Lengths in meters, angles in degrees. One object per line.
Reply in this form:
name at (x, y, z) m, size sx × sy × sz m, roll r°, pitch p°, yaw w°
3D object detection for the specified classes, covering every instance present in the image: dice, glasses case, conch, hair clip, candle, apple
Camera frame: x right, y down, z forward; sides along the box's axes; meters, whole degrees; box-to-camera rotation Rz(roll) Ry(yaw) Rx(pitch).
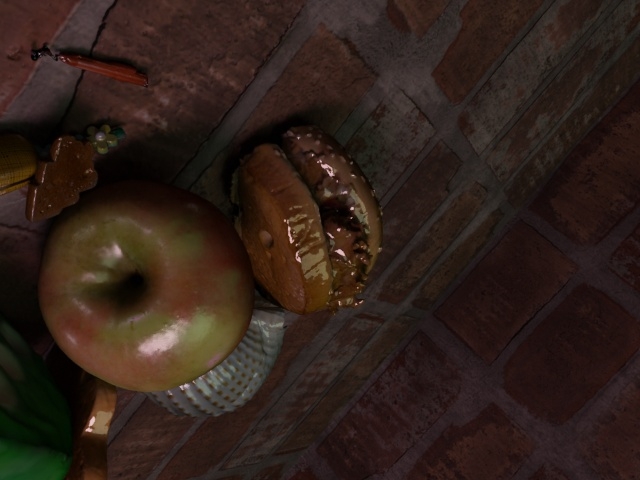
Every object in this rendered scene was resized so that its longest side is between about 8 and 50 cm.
dice at (-0.530, 0.244, 0.847) m, size 0.287 × 0.300 × 0.297 m, roll -38°, pitch 154°, yaw -7°
glasses case at (-0.451, -0.071, 0.757) m, size 0.234 × 0.079 × 0.064 m, roll -24°, pitch 155°, yaw -36°
conch at (-0.225, 0.254, 1.303) m, size 0.319 × 0.215 × 0.303 m, roll -4°, pitch 153°, yaw 3°
hair clip at (-0.346, -0.119, 0.878) m, size 0.173 × 0.049 × 0.049 m, roll -31°, pitch 149°, yaw -24°
candle at (-0.295, -0.227, 0.828) m, size 0.167 × 0.021 × 0.026 m, roll 1°, pitch 102°, yaw -53°
apple at (-0.254, 0.068, 0.988) m, size 0.319 × 0.319 × 0.277 m, roll -46°, pitch 175°, yaw 1°

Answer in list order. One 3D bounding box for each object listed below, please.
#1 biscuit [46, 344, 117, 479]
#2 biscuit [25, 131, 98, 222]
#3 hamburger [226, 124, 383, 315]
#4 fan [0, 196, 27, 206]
biscuit at (-0.403, 0.302, 1.031) m, size 0.052 × 0.355 × 0.275 m, roll 24°, pitch 113°, yaw -35°
biscuit at (-0.339, -0.079, 0.829) m, size 0.130 × 0.019 × 0.119 m, roll -59°, pitch 165°, yaw -22°
hamburger at (0.000, 0.000, 1.273) m, size 0.268 × 0.287 × 0.445 m, roll -33°, pitch 154°, yaw -24°
fan at (-0.470, -0.013, 0.773) m, size 0.329 × 0.009 × 0.190 m, roll -25°, pitch -179°, yaw -36°
